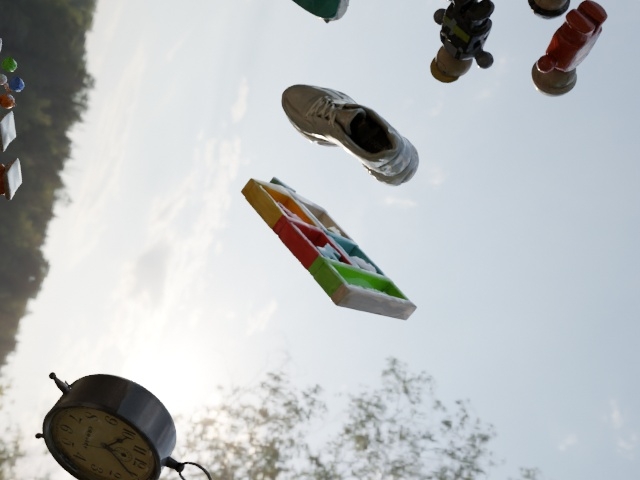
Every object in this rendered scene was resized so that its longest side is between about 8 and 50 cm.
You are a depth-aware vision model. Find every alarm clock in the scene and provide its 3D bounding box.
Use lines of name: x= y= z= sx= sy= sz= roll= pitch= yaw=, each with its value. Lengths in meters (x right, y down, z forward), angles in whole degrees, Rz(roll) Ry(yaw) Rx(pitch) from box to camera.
alarm clock: x=-0.196 y=0.206 z=0.736 sx=0.129 sy=0.192 sz=0.064 roll=-63 pitch=178 yaw=35

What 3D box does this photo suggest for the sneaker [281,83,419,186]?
sneaker: x=0.038 y=-0.190 z=1.122 sx=0.262 sy=0.121 sz=0.099 roll=32 pitch=-94 yaw=23

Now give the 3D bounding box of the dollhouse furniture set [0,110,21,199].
dollhouse furniture set: x=-0.586 y=-0.161 z=1.015 sx=0.135 sy=0.261 sz=0.259 roll=-123 pitch=-148 yaw=-64

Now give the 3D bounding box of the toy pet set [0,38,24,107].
toy pet set: x=-0.371 y=-0.168 z=0.799 sx=0.114 sy=0.065 sz=0.122 roll=-32 pitch=-118 yaw=7

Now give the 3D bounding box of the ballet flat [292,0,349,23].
ballet flat: x=-0.076 y=-0.553 z=1.215 sx=0.147 sy=0.409 sz=0.147 roll=-45 pitch=179 yaw=-1

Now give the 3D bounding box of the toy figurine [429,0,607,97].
toy figurine: x=0.247 y=-0.300 z=0.919 sx=0.148 sy=0.209 sz=0.213 roll=95 pitch=-1 yaw=-67

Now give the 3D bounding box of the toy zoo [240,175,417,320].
toy zoo: x=0.000 y=0.000 z=1.054 sx=0.030 sy=0.192 sz=0.293 roll=-51 pitch=-124 yaw=14
